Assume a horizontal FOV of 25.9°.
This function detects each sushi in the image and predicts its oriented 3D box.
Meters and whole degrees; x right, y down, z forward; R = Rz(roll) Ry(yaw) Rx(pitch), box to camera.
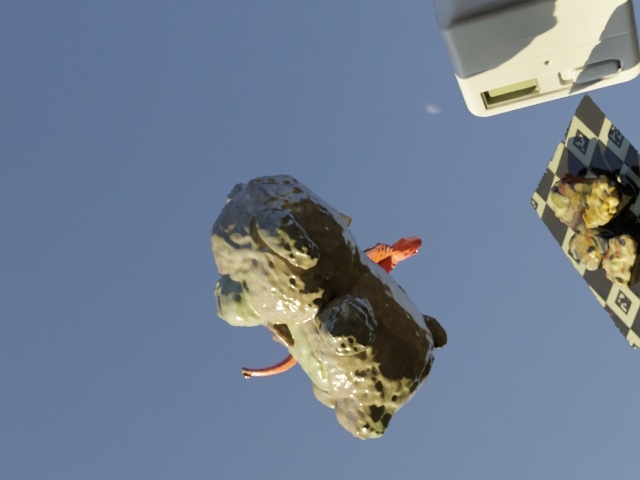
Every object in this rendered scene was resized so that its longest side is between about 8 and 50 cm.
[{"bbox_3d":[0.276,-0.012,1.374,0.040,0.210,0.192,-18,-31,-26],"label":"sushi"}]

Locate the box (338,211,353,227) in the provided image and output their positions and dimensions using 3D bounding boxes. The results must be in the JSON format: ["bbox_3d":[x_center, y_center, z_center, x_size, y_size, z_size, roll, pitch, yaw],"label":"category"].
[{"bbox_3d":[0.000,0.000,1.700,0.083,0.046,0.012,-60,-17,-10],"label":"box"}]

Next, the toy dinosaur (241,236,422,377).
[{"bbox_3d":[0.013,0.075,1.749,0.286,0.070,0.139,-36,-15,-7],"label":"toy dinosaur"}]

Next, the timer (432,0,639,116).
[{"bbox_3d":[0.219,-0.274,1.465,0.194,0.192,0.195,56,-156,-60],"label":"timer"}]

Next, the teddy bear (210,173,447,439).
[{"bbox_3d":[-0.001,0.060,1.349,0.267,0.236,0.151,44,-95,-22],"label":"teddy bear"}]
